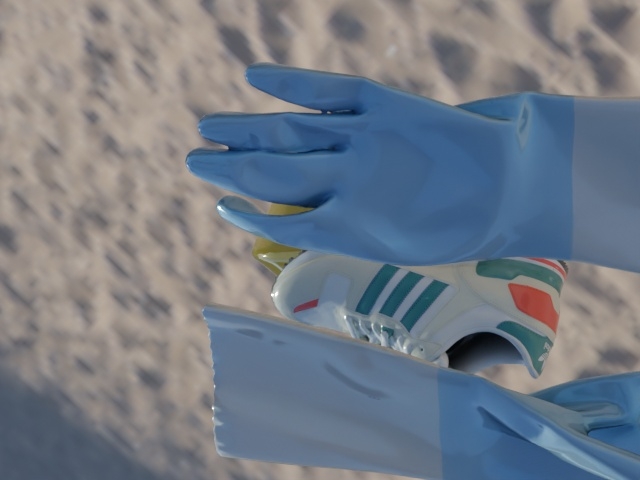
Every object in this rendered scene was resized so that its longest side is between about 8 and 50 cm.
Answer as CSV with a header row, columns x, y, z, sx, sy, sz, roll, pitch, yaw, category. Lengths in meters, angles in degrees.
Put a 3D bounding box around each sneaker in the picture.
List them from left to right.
x,y,z,sx,sy,sz,roll,pitch,yaw,category
0.046,0.043,0.983,0.161,0.075,0.057,-3,152,21,sneaker

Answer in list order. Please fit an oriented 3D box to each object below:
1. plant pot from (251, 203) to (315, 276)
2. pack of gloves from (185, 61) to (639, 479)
x,y,z,sx,sy,sz,roll,pitch,yaw,category
0.000,0.000,1.353,0.083,0.081,0.081,-4,145,44,plant pot
0.062,0.033,0.670,0.232,0.046,0.195,6,131,13,pack of gloves
